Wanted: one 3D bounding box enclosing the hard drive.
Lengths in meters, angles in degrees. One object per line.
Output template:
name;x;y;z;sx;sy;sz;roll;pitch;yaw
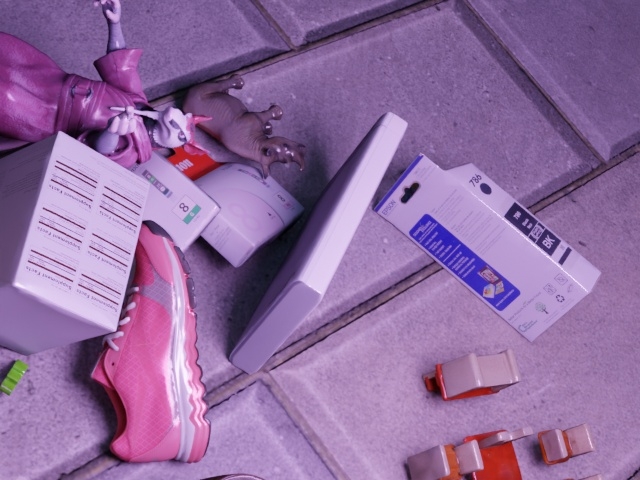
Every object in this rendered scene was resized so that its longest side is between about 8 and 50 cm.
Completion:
hard drive;0.000;0.000;1.656;0.047;0.233;0.353;33;48;-6

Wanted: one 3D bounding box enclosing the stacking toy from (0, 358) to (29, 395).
stacking toy;-0.454;0.164;1.386;0.167;0.052;0.221;34;23;-7

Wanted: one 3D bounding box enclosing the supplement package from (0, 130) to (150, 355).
supplement package;-0.339;0.009;1.444;0.149;0.194;0.203;31;57;-37

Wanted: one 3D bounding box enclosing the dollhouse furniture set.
dollhouse furniture set;0.240;0.293;1.679;0.262;0.135;0.259;-3;71;-30

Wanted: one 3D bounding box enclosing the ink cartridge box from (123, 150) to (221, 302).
ink cartridge box;-0.275;-0.049;1.594;0.225;0.056;0.181;41;90;0

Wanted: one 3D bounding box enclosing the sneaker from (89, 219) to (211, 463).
sneaker;-0.223;0.129;1.484;0.136;0.116;0.313;-7;82;-18

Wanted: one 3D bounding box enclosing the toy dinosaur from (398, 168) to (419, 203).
toy dinosaur;0.165;-0.083;1.938;0.082;0.047;0.090;59;38;-5

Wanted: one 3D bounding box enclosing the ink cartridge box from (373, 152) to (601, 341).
ink cartridge box;0.256;0.000;1.843;0.333;0.165;0.065;40;48;0

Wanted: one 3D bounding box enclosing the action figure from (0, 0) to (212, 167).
action figure;-0.324;-0.153;1.517;0.370;0.275;0.248;17;42;-10

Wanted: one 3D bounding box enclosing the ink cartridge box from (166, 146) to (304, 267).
ink cartridge box;-0.152;-0.079;1.712;0.232;0.066;0.189;46;29;2

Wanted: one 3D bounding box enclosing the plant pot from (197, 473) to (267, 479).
plant pot;-0.122;0.357;1.339;0.215;0.230;0.215;15;53;-20

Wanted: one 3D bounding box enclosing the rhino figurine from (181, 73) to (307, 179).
rhino figurine;-0.111;-0.168;1.789;0.106;0.073;0.243;-28;56;-38
